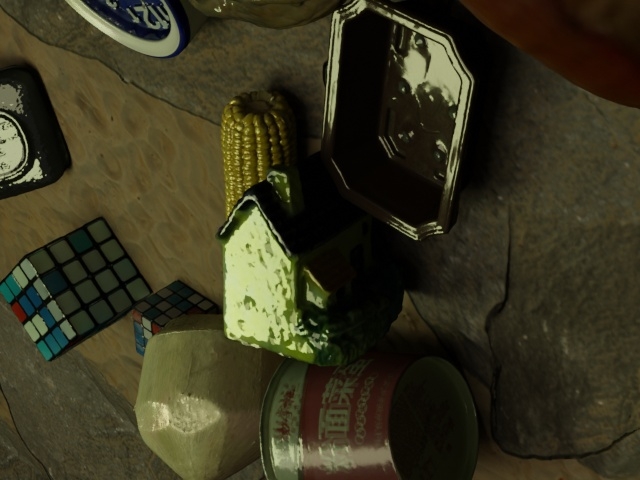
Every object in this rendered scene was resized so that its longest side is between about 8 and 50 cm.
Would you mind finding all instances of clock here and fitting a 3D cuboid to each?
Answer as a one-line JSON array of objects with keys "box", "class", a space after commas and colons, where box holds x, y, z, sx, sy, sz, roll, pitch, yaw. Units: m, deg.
[{"box": [-0.233, -0.321, 1.291, 0.230, 0.083, 0.230, 29, 159, 12], "class": "clock"}]

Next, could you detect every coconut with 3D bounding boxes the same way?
[{"box": [-0.151, 0.222, 1.510, 0.224, 0.224, 0.233, -16, 65, 52], "class": "coconut"}]

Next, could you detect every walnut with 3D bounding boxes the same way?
[{"box": [-0.054, -0.298, 1.111, 0.230, 0.178, 0.178, 18, 128, 35], "class": "walnut"}]

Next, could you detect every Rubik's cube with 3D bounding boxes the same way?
[{"box": [-0.217, 0.133, 1.654, 0.092, 0.092, 0.092, 28, 134, 32], "class": "Rubik's cube"}, {"box": [-0.393, 0.078, 1.759, 0.154, 0.155, 0.151, 56, 141, 0], "class": "Rubik's cube"}]

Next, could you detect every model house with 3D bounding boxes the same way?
[{"box": [0.000, 0.000, 1.240, 0.170, 0.194, 0.211, 14, 119, 32], "class": "model house"}]

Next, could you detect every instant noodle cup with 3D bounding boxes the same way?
[{"box": [0.067, 0.230, 1.317, 0.179, 0.235, 0.234, -12, 107, 40], "class": "instant noodle cup"}]

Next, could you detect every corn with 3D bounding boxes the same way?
[{"box": [-0.074, -0.068, 1.352, 0.093, 0.093, 0.244, 29, 137, 32], "class": "corn"}]

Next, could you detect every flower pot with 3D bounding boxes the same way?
[{"box": [0.097, -0.135, 1.123, 0.179, 0.084, 0.250, 32, 137, 28], "class": "flower pot"}]

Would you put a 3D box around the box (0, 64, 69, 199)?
[{"box": [-0.511, -0.163, 1.737, 0.213, 0.042, 0.201, -13, 112, 17], "class": "box"}]

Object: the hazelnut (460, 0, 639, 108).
[{"box": [0.231, -0.236, 0.714, 0.366, 0.366, 0.365, 28, 134, 33], "class": "hazelnut"}]

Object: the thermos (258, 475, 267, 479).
[{"box": [-0.039, 0.362, 1.608, 0.136, 0.109, 0.330, 51, 143, 7], "class": "thermos"}]
